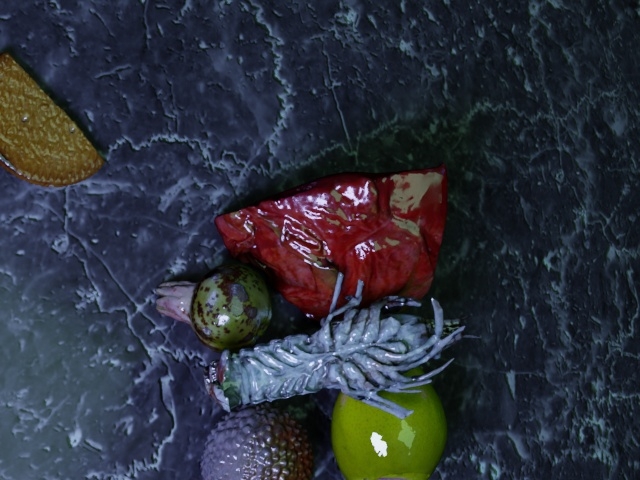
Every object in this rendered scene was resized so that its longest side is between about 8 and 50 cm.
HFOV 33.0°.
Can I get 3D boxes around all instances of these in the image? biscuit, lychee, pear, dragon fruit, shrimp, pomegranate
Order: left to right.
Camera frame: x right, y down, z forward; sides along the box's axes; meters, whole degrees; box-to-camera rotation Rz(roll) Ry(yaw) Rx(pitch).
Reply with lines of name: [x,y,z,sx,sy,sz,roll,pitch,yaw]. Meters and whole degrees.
biscuit: [-0.399,-0.148,1.472,0.206,0.025,0.126,50,59,-14]
pomegranate: [-0.149,0.103,1.533,0.163,0.138,0.126,-14,75,-1]
lychee: [-0.089,0.314,1.519,0.165,0.197,0.165,2,56,-3]
dragon fruit: [0.000,0.000,1.646,0.330,0.240,0.302,3,108,-11]
shrimp: [0.039,0.154,1.511,0.410,0.166,0.221,-13,79,-8]
pear: [0.101,0.270,1.628,0.187,0.187,0.220,19,51,-29]
